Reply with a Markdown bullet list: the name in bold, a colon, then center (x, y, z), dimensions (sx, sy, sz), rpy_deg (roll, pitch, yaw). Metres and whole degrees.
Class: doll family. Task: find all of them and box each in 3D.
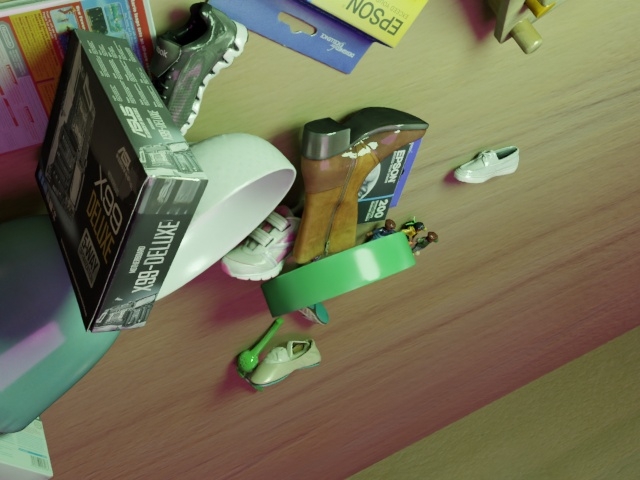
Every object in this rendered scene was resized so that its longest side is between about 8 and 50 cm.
- **doll family**: center (0.192, -0.007, 1.432), dimensions (0.193, 0.076, 0.111), rpy_deg (-13, 159, -32)

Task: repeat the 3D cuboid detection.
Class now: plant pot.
- **plant pot**: center (-0.438, 0.099, 0.924), dimensions (0.235, 0.293, 0.293), rpy_deg (-35, 145, -8)

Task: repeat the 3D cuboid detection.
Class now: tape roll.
- **tape roll**: center (0.037, 0.071, 1.271), dimensions (0.321, 0.077, 0.321), rpy_deg (-20, 177, -1)

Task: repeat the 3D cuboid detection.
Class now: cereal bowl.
- **cereal bowl**: center (-0.206, -0.055, 0.975), dimensions (0.339, 0.141, 0.339), rpy_deg (-40, 175, -4)

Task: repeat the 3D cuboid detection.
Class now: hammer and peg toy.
- **hammer and peg toy**: center (0.445, -0.466, 0.965), dimensions (0.361, 0.127, 0.266), rpy_deg (-33, 170, 6)

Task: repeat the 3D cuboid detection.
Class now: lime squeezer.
- **lime squeezer**: center (-0.174, 0.320, 1.579), dimensions (0.110, 0.059, 0.310), rpy_deg (-41, 156, -45)

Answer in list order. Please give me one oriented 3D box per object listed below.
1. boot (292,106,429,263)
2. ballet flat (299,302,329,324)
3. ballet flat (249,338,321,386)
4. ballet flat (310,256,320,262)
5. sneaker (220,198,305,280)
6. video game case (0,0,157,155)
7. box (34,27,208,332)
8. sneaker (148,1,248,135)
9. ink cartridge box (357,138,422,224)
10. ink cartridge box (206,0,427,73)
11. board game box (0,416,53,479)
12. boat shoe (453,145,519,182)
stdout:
- **boot**: center (0.075, -0.096, 1.139), dimensions (0.264, 0.096, 0.280), rpy_deg (-21, 131, -32)
- **ballet flat**: center (-0.033, 0.164, 1.500), dimensions (0.052, 0.057, 0.168), rpy_deg (-12, 145, 20)
- **ballet flat**: center (-0.089, 0.301, 1.550), dimensions (0.248, 0.086, 0.086), rpy_deg (-8, 140, -54)
- **ballet flat**: center (0.000, 0.000, 1.338), dimensions (0.041, 0.041, 0.114), rpy_deg (11, 125, -44)
- **sneaker**: center (-0.092, -0.010, 1.192), dimensions (0.252, 0.103, 0.111), rpy_deg (-30, 130, -36)
- **video game case**: center (-0.357, -0.224, 0.814), dimensions (0.285, 0.025, 0.204), rpy_deg (-19, 142, -17)
- **box**: center (-0.266, -0.079, 0.766), dimensions (0.076, 0.307, 0.242), rpy_deg (0, 134, -40)
- **sneaker**: center (-0.202, -0.231, 0.843), dimensions (0.234, 0.078, 0.106), rpy_deg (-54, 147, 1)
- **ink cartridge box**: center (0.113, -0.123, 1.265), dimensions (0.208, 0.045, 0.206), rpy_deg (-12, 138, -27)
- **ink cartridge box**: center (0.038, -0.397, 0.871), dimensions (0.303, 0.072, 0.307), rpy_deg (9, 126, -43)
- **board game box**: center (-0.564, 0.244, 0.969), dimensions (0.097, 0.303, 0.224), rpy_deg (-31, 144, -2)
- **boat shoe**: center (0.385, -0.178, 1.391), dimensions (0.184, 0.066, 0.063), rpy_deg (-12, 125, -23)
